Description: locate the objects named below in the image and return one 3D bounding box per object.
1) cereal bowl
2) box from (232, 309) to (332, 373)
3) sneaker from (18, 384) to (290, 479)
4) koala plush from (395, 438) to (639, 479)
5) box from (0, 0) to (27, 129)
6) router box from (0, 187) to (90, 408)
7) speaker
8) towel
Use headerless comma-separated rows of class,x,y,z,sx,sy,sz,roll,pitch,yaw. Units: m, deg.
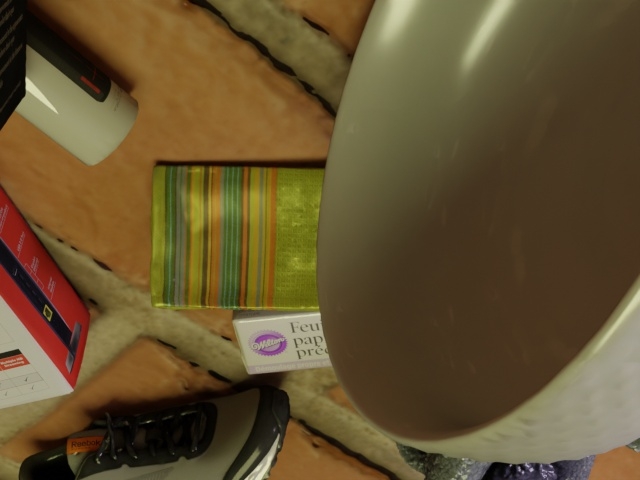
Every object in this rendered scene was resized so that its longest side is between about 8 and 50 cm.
cereal bowl,0.133,-0.050,0.571,0.141,0.339,0.339,16,133,-22
box,0.100,0.040,0.845,0.324,0.067,0.063,-7,134,6
sneaker,-0.142,0.186,0.970,0.271,0.100,0.108,-27,123,25
koala plush,0.151,0.208,0.869,0.196,0.221,0.203,1,161,-24
box,-0.207,-0.149,0.560,0.108,0.153,0.207,5,112,-4
router box,-0.382,0.021,0.818,0.335,0.082,0.301,-13,133,13
speaker,-0.178,-0.105,0.711,0.055,0.055,0.136,-31,126,27
towel,0.000,0.000,0.793,0.237,0.021,0.102,1,100,5
